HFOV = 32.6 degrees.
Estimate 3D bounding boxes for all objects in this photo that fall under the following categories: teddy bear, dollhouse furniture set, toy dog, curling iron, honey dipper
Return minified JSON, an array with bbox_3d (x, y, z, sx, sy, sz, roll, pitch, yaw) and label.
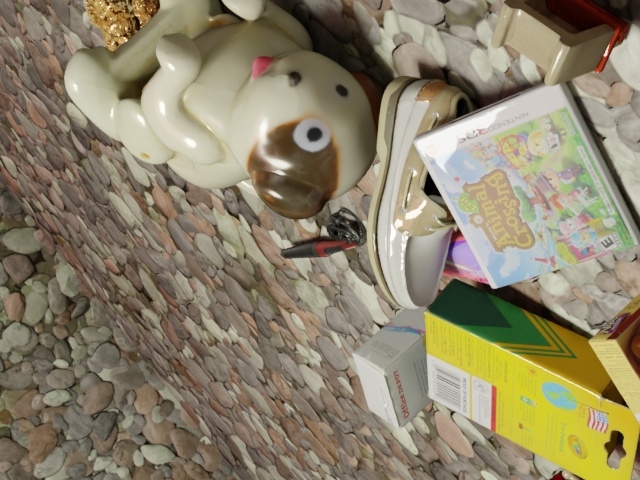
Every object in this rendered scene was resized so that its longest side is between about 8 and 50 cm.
[{"bbox_3d":[-0.271,-0.268,1.799,0.245,0.113,0.338,9,137,3],"label":"teddy bear"},{"bbox_3d":[0.252,-0.279,0.980,0.262,0.135,0.259,41,141,24],"label":"dollhouse furniture set"},{"bbox_3d":[-0.103,-0.166,1.512,0.408,0.284,0.395,19,139,47],"label":"toy dog"},{"bbox_3d":[0.000,0.000,1.825,0.068,0.035,0.274,60,154,-4],"label":"curling iron"},{"bbox_3d":[0.420,0.391,1.615,0.160,0.030,0.030,41,152,30],"label":"honey dipper"}]

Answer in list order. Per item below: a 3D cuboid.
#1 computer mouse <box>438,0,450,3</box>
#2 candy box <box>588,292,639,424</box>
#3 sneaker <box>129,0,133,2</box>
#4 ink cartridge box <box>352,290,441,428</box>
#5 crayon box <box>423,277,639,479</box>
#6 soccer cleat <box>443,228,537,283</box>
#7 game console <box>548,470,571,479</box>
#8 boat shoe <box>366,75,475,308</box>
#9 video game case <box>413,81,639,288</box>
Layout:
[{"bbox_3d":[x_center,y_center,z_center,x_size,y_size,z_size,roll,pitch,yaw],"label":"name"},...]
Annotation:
[{"bbox_3d":[0.111,-0.322,1.065,0.262,0.060,0.184,-39,-68,-77],"label":"computer mouse"},{"bbox_3d":[0.402,0.159,1.257,0.187,0.109,0.053,57,155,-9],"label":"candy box"},{"bbox_3d":[-0.360,-0.510,1.726,0.270,0.090,0.145,54,157,5],"label":"sneaker"},{"bbox_3d":[0.142,0.175,1.640,0.072,0.175,0.127,27,144,43],"label":"ink cartridge box"},{"bbox_3d":[0.296,0.201,1.488,0.318,0.081,0.202,26,144,29],"label":"crayon box"},{"bbox_3d":[0.198,0.024,1.459,0.248,0.083,0.095,-21,90,59],"label":"soccer cleat"},{"bbox_3d":[0.391,0.429,1.652,0.144,0.124,0.085,40,125,26],"label":"game console"},{"bbox_3d":[0.132,-0.049,1.368,0.103,0.113,0.302,16,115,43],"label":"boat shoe"},{"bbox_3d":[0.236,-0.060,1.259,0.193,0.023,0.212,-20,107,34],"label":"video game case"}]
